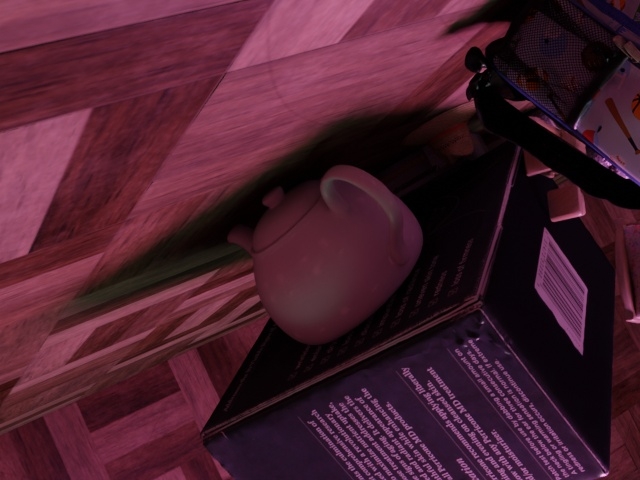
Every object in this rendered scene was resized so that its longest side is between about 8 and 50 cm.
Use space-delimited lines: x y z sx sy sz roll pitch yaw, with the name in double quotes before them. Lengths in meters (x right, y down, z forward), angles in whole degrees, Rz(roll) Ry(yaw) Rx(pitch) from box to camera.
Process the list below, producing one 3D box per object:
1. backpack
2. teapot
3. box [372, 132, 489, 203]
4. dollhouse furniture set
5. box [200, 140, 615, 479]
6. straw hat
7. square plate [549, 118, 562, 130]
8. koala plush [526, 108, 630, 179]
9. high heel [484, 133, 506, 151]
"backpack" 0.329 -0.156 0.876 0.276 0.263 0.213 -19 154 -48
"teapot" 0.000 0.000 1.164 0.256 0.187 0.252 -40 -166 13
"box" 0.159 -0.104 1.482 0.231 0.056 0.183 -30 173 24
"dollhouse furniture set" 0.397 -0.005 1.109 0.303 0.356 0.173 -14 163 38
"box" 0.151 0.156 1.300 0.471 0.297 0.480 -29 -164 31
"straw hat" 0.191 -0.144 1.282 0.144 0.061 0.144 -25 174 -3
"square plate" 0.456 -0.205 1.162 0.343 0.049 0.347 -10 166 25
"koala plush" 0.508 -0.177 1.534 0.203 0.221 0.196 -24 172 -19
"high heel" 0.381 -0.183 1.741 0.377 0.127 0.181 65 44 -72
